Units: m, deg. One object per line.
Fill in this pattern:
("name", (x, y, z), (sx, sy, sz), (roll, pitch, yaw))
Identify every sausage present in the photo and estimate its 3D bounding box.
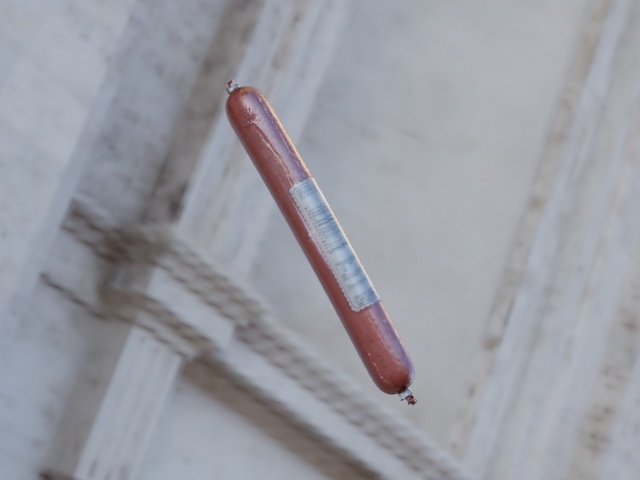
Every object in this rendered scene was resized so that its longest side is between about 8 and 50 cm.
("sausage", (0.000, 0.000, 1.247), (0.253, 0.034, 0.034), (62, -18, 7))
